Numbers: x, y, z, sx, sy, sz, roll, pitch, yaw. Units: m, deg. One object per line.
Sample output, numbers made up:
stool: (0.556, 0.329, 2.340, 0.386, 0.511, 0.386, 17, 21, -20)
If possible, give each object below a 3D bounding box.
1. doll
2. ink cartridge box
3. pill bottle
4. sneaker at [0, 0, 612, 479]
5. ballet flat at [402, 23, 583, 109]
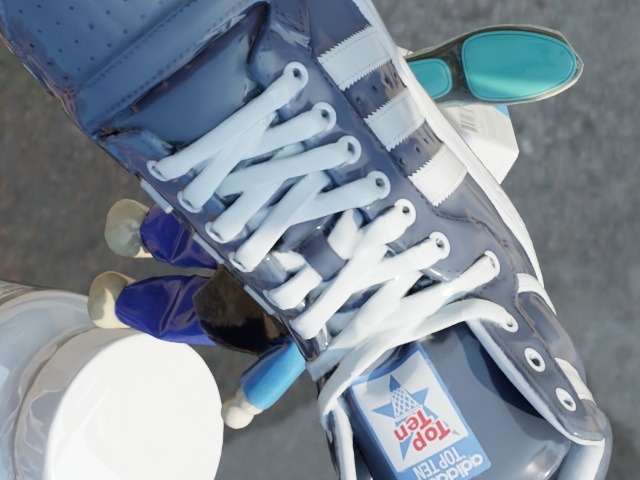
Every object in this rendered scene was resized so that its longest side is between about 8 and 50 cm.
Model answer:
doll: (-0.031, 0.023, 0.867, 0.189, 0.129, 0.046, 3, 167, 46)
ink cartridge box: (0.063, -0.105, 1.522, 0.180, 0.104, 0.060, 18, 125, -18)
pill bottle: (-0.262, 0.135, 1.509, 0.363, 0.210, 0.210, 9, 137, 43)
sneaker: (0.000, 0.000, 0.591, 0.099, 0.153, 0.282, -32, 131, 18)
ballet flat: (0.098, -0.119, 1.299, 0.168, 0.052, 0.057, -7, 100, 11)
